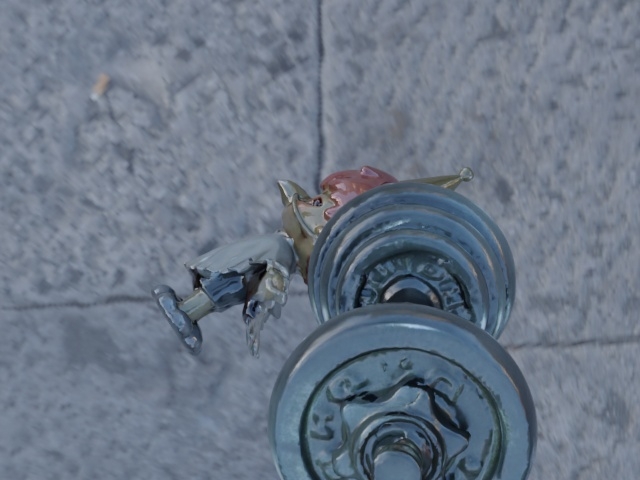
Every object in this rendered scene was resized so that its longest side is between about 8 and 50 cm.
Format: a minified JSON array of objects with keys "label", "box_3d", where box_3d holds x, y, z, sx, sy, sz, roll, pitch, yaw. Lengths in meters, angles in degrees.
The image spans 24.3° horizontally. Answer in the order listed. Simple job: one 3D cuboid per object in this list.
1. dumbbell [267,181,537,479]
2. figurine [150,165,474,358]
[{"label":"dumbbell","box_3d":[0.064,0.079,1.099,0.179,0.406,0.179,2,109,4]},{"label":"figurine","box_3d":[0.000,0.000,1.650,0.387,0.207,0.166,-30,80,-5]}]
